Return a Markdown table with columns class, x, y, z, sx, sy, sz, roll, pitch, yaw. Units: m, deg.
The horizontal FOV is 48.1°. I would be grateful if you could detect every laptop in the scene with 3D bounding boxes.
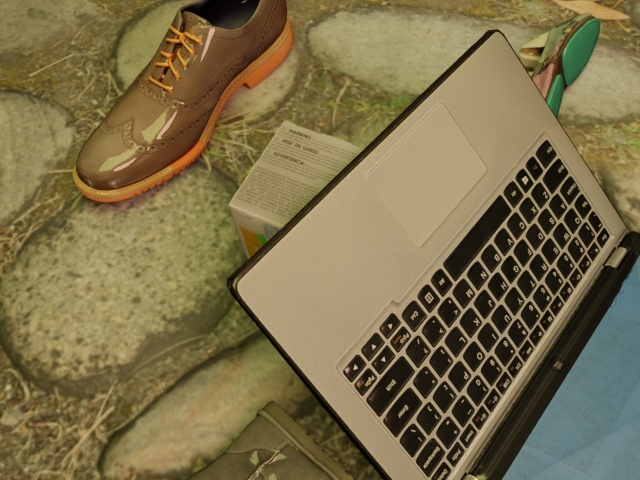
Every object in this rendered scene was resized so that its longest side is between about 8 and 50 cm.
| class | x | y | z | sx | sy | sz | roll | pitch | yaw |
| --- | --- | --- | --- | --- | --- | --- | --- | --- | --- |
| laptop | 0.225 | 0.053 | 0.553 | 0.382 | 0.236 | 0.408 | -45 | 106 | -30 |

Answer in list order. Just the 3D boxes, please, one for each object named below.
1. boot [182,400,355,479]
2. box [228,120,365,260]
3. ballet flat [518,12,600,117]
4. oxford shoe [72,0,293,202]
| class | x | y | z | sx | sy | sz | roll | pitch | yaw |
| --- | --- | --- | --- | --- | --- | --- | --- | --- | --- |
| boot | -0.069 | 0.263 | 0.626 | 0.208 | 0.076 | 0.190 | -38 | 50 | -24 |
| box | 0.000 | 0.000 | 0.696 | 0.114 | 0.203 | 0.103 | 22 | 64 | 18 |
| ballet flat | 0.270 | -0.199 | 0.872 | 0.079 | 0.077 | 0.221 | 13 | 61 | 33 |
| oxford shoe | -0.173 | -0.202 | 0.864 | 0.130 | 0.132 | 0.363 | 29 | 66 | 18 |
